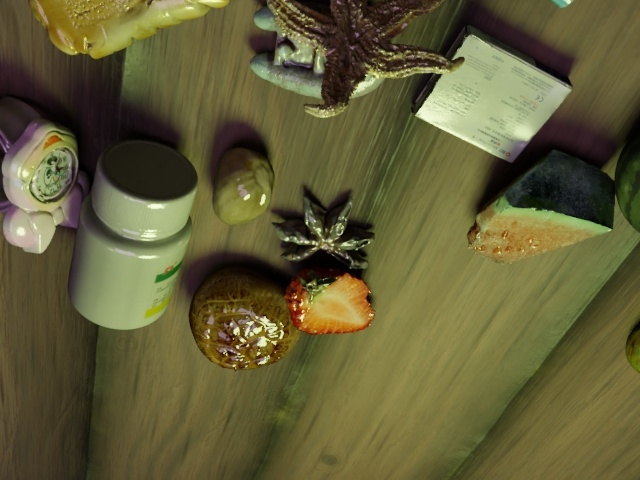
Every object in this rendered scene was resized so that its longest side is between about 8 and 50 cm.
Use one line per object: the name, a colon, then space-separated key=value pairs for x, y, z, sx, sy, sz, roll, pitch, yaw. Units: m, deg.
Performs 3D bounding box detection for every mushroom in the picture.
mushroom: x=-0.159 y=0.174 z=1.425 sx=0.253 sy=0.153 sz=0.253 roll=0 pitch=123 yaw=0

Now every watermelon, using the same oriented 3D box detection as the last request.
watermelon: x=0.575 y=-0.098 z=1.043 sx=0.212 sy=0.212 sz=0.212 roll=4 pitch=130 yaw=5
watermelon: x=0.367 y=-0.039 z=1.183 sx=0.193 sy=0.140 sz=0.256 roll=21 pitch=149 yaw=-8

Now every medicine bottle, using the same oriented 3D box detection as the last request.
medicine bottle: x=-0.358 y=-0.009 z=1.262 sx=0.208 sy=0.208 sz=0.339 roll=21 pitch=129 yaw=-8
medicine bottle: x=0.276 y=-0.233 z=1.079 sx=0.201 sy=0.052 sz=0.171 roll=23 pitch=129 yaw=-11

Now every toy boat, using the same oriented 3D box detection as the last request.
toy boat: x=-0.001 y=-0.294 z=1.052 sx=0.227 sy=0.085 sz=0.155 roll=11 pitch=129 yaw=0

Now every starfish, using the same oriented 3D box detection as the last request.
starfish: x=0.064 y=-0.316 z=0.974 sx=0.302 sy=0.299 sz=0.060 roll=-2 pitch=168 yaw=-12

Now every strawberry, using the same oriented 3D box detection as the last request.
strawberry: x=0.010 y=0.114 z=1.372 sx=0.175 sy=0.107 sz=0.236 roll=-24 pitch=143 yaw=-8

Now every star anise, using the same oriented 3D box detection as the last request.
star anise: x=0.004 y=-0.013 z=1.296 sx=0.208 sy=0.063 sz=0.172 roll=7 pitch=129 yaw=3

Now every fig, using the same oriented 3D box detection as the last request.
fig: x=0.677 y=0.215 z=1.351 sx=0.109 sy=0.103 sz=0.155 roll=-40 pitch=125 yaw=9

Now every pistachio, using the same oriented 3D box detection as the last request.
pistachio: x=-0.151 y=-0.094 z=1.230 sx=0.126 sy=0.108 sz=0.185 roll=38 pitch=136 yaw=8

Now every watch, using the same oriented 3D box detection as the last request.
watch: x=-0.568 y=-0.136 z=1.230 sx=0.217 sy=0.211 sz=0.248 roll=20 pitch=124 yaw=15

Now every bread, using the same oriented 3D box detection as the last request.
bread: x=-0.293 y=-0.392 z=0.993 sx=0.311 sy=0.121 sz=0.173 roll=-14 pitch=122 yaw=19

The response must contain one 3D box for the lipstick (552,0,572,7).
lipstick: x=0.303 y=-0.398 z=0.941 sx=0.158 sy=0.048 sz=0.048 roll=31 pitch=127 yaw=-16
